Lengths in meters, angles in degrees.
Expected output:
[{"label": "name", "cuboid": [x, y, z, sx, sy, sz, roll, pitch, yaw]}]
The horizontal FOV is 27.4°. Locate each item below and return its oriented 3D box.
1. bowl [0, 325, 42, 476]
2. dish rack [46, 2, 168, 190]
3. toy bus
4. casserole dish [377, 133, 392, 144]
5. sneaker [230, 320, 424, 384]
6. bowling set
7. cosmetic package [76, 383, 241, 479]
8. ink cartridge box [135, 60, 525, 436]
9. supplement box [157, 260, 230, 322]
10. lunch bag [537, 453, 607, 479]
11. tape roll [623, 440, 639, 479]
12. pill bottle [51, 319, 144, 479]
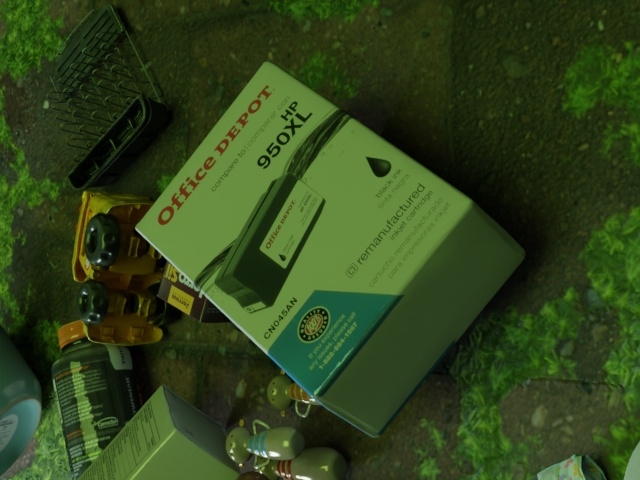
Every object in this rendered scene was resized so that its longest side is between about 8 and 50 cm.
[{"label": "bowl", "cuboid": [-0.572, 0.287, 2.133, 0.163, 0.311, 0.311, 32, 109, 16]}, {"label": "dish rack", "cuboid": [-0.355, -0.236, 2.086, 0.208, 0.074, 0.271, -42, 63, 30]}, {"label": "toy bus", "cuboid": [-0.318, 0.028, 2.008, 0.211, 0.149, 0.220, 26, 107, 52]}, {"label": "casserole dish", "cuboid": [0.089, -0.056, 1.723, 0.114, 0.037, 0.188, -51, 58, 27]}, {"label": "sneaker", "cuboid": [0.004, 0.137, 1.730, 0.330, 0.122, 0.146, -3, 84, 41]}, {"label": "bowling set", "cuboid": [-0.075, 0.309, 1.749, 0.154, 0.200, 0.287, -9, 78, 41]}, {"label": "cosmetic package", "cuboid": [-0.264, 0.372, 1.857, 0.296, 0.129, 0.153, -48, 22, 7]}, {"label": "ink cartridge box", "cuboid": [0.000, 0.000, 1.601, 0.285, 0.166, 0.395, -51, 51, 0]}, {"label": "supplement box", "cuboid": [-0.154, 0.014, 1.898, 0.104, 0.081, 0.188, 26, 105, 38]}, {"label": "lunch bag", "cuboid": [0.298, 0.294, 1.519, 0.071, 0.053, 0.083, -35, 76, 36]}, {"label": "tape roll", "cuboid": [0.435, 0.280, 1.390, 0.219, 0.072, 0.219, -3, 85, 41]}, {"label": "pill bottle", "cuboid": [-0.339, 0.245, 2.013, 0.130, 0.130, 0.245, -25, 72, 37]}]
